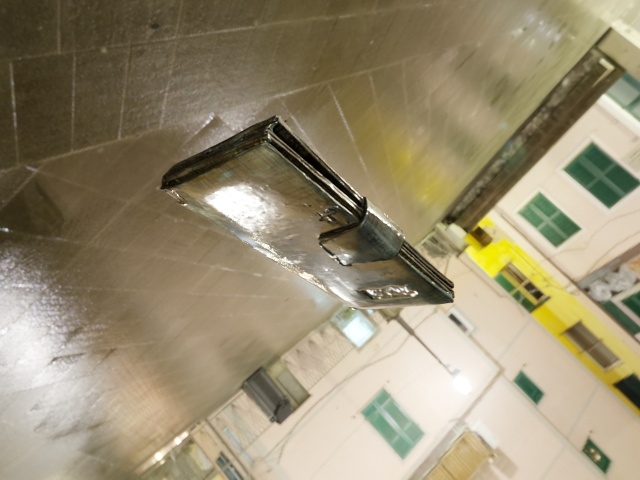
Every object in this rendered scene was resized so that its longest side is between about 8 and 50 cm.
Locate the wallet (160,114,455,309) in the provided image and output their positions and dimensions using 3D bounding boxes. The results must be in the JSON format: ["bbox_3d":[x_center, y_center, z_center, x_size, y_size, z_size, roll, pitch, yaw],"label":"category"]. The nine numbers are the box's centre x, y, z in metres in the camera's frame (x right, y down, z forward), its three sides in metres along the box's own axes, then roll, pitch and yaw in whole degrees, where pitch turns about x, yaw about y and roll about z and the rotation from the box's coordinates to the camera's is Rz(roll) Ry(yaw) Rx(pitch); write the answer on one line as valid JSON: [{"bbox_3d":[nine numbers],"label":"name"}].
[{"bbox_3d":[0.000,0.001,0.527,0.169,0.317,0.044,-11,-126,40],"label":"wallet"}]
